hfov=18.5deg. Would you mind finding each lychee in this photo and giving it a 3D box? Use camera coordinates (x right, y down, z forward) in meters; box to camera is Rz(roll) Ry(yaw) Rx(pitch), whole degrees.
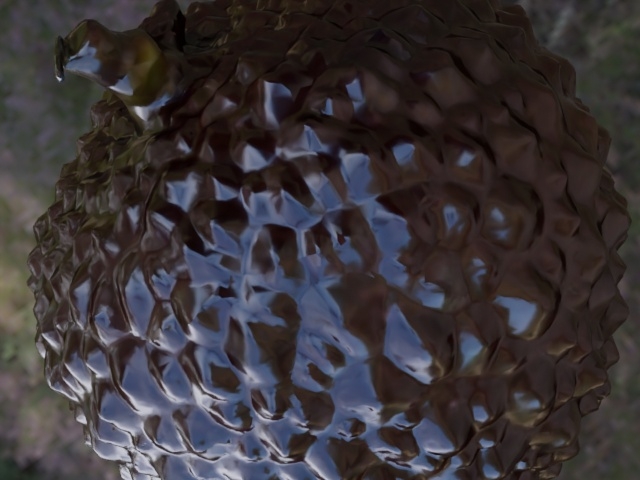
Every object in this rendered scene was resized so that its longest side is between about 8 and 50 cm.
[{"bbox_3d":[0.000,0.000,0.826,0.300,0.264,0.264,44,174,-35],"label":"lychee"}]
